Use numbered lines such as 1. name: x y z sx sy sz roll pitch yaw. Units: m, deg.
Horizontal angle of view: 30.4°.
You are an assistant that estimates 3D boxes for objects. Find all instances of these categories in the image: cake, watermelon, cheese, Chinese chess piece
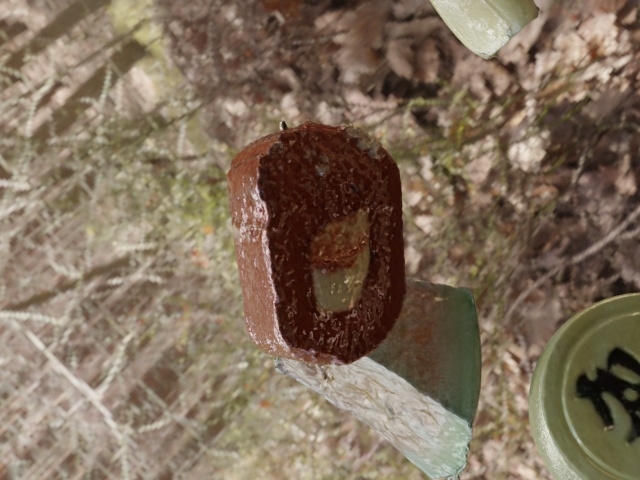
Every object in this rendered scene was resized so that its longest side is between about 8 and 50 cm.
1. cake: 0.000 0.000 1.326 0.151 0.177 0.283 176 85 -70
2. watermelon: 0.105 0.153 1.534 0.302 0.151 0.264 35 154 11
3. cheese: 0.137 -0.320 1.352 0.251 0.054 0.127 44 160 -3
4. Chinese chess piece: 0.201 0.102 0.724 0.144 0.144 0.058 26 163 19
